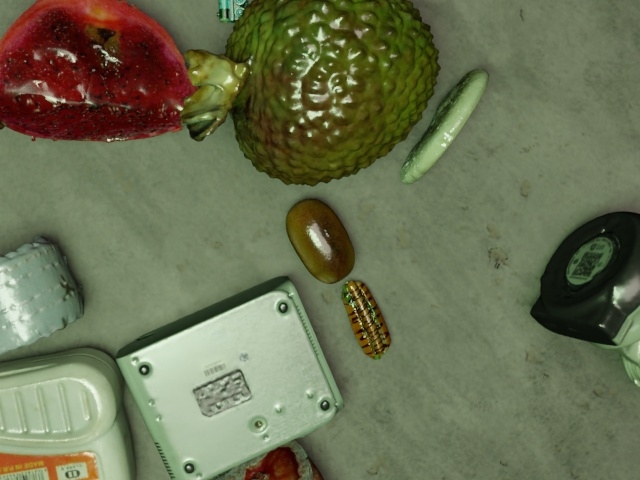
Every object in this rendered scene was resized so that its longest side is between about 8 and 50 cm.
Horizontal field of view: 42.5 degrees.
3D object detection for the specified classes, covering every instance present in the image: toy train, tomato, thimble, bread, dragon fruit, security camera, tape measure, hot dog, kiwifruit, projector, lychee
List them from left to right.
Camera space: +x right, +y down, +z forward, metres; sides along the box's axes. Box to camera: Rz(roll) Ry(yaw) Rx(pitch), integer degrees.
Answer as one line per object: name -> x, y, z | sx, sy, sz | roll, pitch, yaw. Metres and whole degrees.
thimble -> -0.375, 0.066, 1.029 | 0.127, 0.151, 0.118 | -22, 98, 5
tape measure -> -0.377, 0.259, 1.057 | 0.258, 0.130, 0.265 | -9, 100, -6
dragon fruit -> -0.293, -0.232, 1.048 | 0.262, 0.134, 0.212 | 3, 81, -25
toy train -> -0.121, -0.337, 1.110 | 0.045, 0.029, 0.092 | -2, 95, -2
projector -> -0.117, 0.188, 1.102 | 0.250, 0.108, 0.198 | -23, 98, -8
tomato -> -0.070, 0.395, 1.109 | 0.214, 0.181, 0.155 | -33, 116, 1
lychee -> -0.006, -0.198, 1.022 | 0.319, 0.270, 0.270 | -2, 94, -2
kiwifruit -> 0.000, 0.000, 1.130 | 0.075, 0.075, 0.124 | -28, 94, -7
hot dog -> 0.065, 0.112, 1.164 | 0.049, 0.037, 0.122 | -27, 99, -10
bread -> 0.173, -0.164, 1.127 | 0.036, 0.112, 0.193 | 34, 88, -5
security camera -> 0.468, 0.105, 1.160 | 0.277, 0.197, 0.191 | 38, 78, -16
